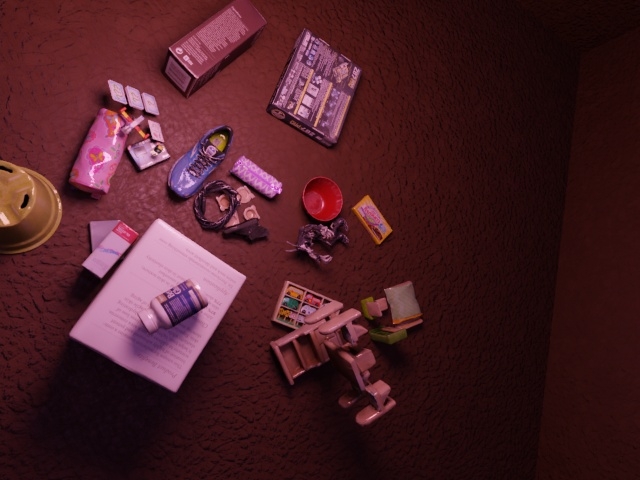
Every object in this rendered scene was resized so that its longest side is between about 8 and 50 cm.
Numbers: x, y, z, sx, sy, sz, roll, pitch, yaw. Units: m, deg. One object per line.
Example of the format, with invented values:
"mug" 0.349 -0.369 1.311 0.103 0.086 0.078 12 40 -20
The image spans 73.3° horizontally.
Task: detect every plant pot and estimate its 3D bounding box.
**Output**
"plant pot" -0.897 -0.108 1.217 0.275 0.254 0.276 4 82 -28

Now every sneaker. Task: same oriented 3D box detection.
"sneaker" -0.281 -0.030 1.645 0.170 0.051 0.089 -24 109 -27
"sneaker" -0.427 -0.299 1.551 0.129 0.147 0.330 37 70 -19

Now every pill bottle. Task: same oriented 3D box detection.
"pill bottle" -0.401 0.181 1.168 0.169 0.094 0.094 -31 99 -27

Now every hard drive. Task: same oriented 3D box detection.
"hard drive" -0.712 0.002 1.434 0.094 0.022 0.135 -5 87 -29

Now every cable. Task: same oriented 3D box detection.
"cable" -0.390 -0.131 1.589 0.150 0.047 0.185 36 83 -17

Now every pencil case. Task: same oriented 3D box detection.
"pencil case" -0.718 -0.286 1.415 0.124 0.124 0.284 20 76 -25
"pencil case" -0.248 -0.247 1.674 0.206 0.088 0.086 33 72 -22

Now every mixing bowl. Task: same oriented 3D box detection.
"mixing bowl" -0.011 -0.164 1.784 0.181 0.098 0.182 4 81 -28

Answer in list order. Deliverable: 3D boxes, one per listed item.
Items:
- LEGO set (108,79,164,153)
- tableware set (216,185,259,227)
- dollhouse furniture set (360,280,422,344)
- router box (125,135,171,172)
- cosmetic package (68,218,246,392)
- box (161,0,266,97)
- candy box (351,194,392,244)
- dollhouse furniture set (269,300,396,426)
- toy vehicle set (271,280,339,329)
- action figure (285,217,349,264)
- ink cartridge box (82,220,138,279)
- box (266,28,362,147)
"LEGO set" -0.597 -0.417 1.448 0.182 0.060 0.244 6 63 -62
"tableware set" -0.320 -0.127 1.660 0.168 0.020 0.141 -25 96 -28
"dollhouse furniture set" 0.355 0.307 1.895 0.301 0.151 0.198 -15 91 -29
"router box" -0.607 -0.308 1.517 0.122 0.038 0.092 -34 101 -27
"cosmetic package" -0.507 0.199 1.349 0.329 0.327 0.394 38 68 -19
"box" -0.393 -0.716 1.594 0.143 0.191 0.381 45 67 -16
"candy box" 0.236 -0.093 1.949 0.105 0.027 0.206 -44 105 -28
"dollhouse furniture set" 0.014 0.430 1.533 0.256 0.394 0.362 -26 104 -19
"toy vehicle set" -0.053 0.290 1.745 0.266 0.035 0.166 26 73 -23
"action figure" 0.000 0.000 1.741 0.275 0.141 0.164 -24 133 -33
"ink cartridge box" -0.667 0.035 1.367 0.072 0.127 0.175 41 67 -17
"box" -0.017 -0.647 1.840 0.318 0.097 0.395 25 73 -22
